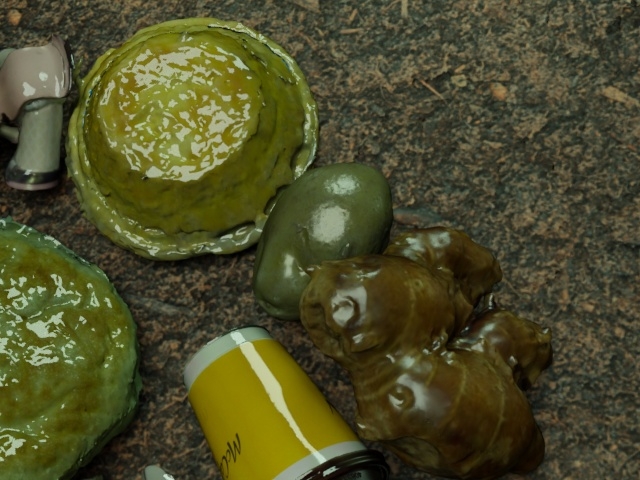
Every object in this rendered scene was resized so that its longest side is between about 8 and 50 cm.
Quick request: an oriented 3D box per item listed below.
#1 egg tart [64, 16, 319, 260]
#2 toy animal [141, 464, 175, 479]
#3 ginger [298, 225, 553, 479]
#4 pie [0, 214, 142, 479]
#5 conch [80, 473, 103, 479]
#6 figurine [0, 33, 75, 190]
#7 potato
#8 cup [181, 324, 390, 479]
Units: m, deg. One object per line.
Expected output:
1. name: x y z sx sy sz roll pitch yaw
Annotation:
1. egg tart: -0.190 -0.159 1.443 0.388 0.169 0.387 -1 72 5
2. toy animal: -0.214 0.375 1.273 0.131 0.181 0.127 21 31 6
3. ginger: 0.146 0.143 1.240 0.274 0.152 0.357 -29 84 -41
4. pie: -0.426 0.160 1.311 0.418 0.180 0.395 42 46 20
5. conch: -0.325 0.389 1.251 0.178 0.163 0.245 -31 24 33
6. figurine: -0.541 -0.200 1.437 0.362 0.211 0.253 -7 48 -26
7. potato: 0.000 0.000 1.339 0.160 0.178 0.235 33 79 8
8. cup: -0.051 0.247 1.255 0.196 0.196 0.279 -34 61 -4
